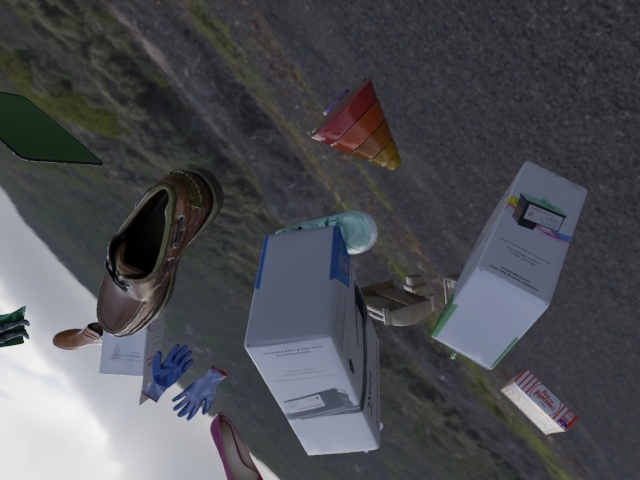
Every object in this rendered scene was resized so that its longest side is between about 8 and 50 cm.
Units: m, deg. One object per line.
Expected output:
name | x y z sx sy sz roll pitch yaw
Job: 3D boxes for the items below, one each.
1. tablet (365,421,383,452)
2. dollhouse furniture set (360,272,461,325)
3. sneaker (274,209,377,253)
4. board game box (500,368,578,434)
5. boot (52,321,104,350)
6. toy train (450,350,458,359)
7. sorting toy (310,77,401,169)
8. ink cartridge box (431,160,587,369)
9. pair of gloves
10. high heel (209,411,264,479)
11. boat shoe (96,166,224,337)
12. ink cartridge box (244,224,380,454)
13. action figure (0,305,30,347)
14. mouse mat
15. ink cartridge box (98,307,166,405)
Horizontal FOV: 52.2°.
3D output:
tablet | 0.117 0.468 1.592 0.006 0.083 0.054 23 -170 -43
dollhouse furniture set | 0.226 0.209 1.549 0.303 0.355 0.174 -162 62 -65
sneaker | 0.000 0.001 1.396 0.256 0.151 0.094 -11 94 53
board game box | 0.495 0.373 1.499 0.147 0.045 0.193 45 171 17
boot | -0.758 0.300 2.105 0.152 0.197 0.073 135 129 -60
toy train | 0.390 0.319 1.877 0.017 0.024 0.083 20 151 8
sorting toy | 0.070 -0.181 1.076 0.126 0.127 0.365 44 -170 -9
ink cartridge box | 0.308 0.036 1.061 0.117 0.278 0.201 29 141 9
pair of gloves | -0.337 0.347 1.601 0.198 0.159 0.023 39 175 -21
high heel | -0.194 0.533 1.587 0.244 0.082 0.117 54 147 32
boat shoe | -0.257 0.024 0.919 0.111 0.307 0.104 38 -155 12
ink cartridge box | 0.004 0.211 1.331 0.285 0.166 0.395 -85 -19 -45
action figure | -0.908 0.264 1.760 0.063 0.232 0.137 35 124 37
mouse mat | -0.407 -0.158 0.896 0.189 0.007 0.152 37 -164 16
ink cartridge box | -0.488 0.236 1.717 0.119 0.353 0.207 5 177 -1
